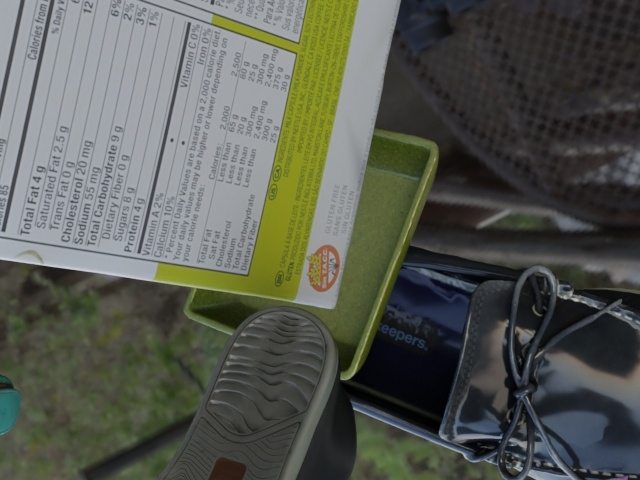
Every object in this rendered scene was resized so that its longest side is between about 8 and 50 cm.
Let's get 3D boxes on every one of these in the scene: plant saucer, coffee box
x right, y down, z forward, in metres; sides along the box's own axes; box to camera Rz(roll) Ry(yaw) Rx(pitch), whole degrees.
[{"bbox_3d":[0.000,0.000,1.027,0.188,0.188,0.045,18,175,41],"label":"plant saucer"},{"bbox_3d":[-0.180,-0.167,0.823,0.338,0.334,0.338,13,92,43],"label":"coffee box"}]

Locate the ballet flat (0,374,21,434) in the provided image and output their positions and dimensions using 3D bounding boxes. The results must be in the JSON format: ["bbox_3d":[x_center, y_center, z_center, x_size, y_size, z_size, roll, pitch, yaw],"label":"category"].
[{"bbox_3d":[-0.364,0.150,1.180,0.247,0.087,0.083,18,-95,-74],"label":"ballet flat"}]

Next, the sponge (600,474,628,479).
[{"bbox_3d":[0.111,0.207,0.918,0.210,0.117,0.031,-39,60,53],"label":"sponge"}]

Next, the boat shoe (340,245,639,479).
[{"bbox_3d":[0.160,0.107,1.084,0.500,0.186,0.156,17,-174,20],"label":"boat shoe"}]

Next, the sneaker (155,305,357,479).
[{"bbox_3d":[-0.040,0.155,0.700,0.083,0.222,0.118,22,161,25],"label":"sneaker"}]
